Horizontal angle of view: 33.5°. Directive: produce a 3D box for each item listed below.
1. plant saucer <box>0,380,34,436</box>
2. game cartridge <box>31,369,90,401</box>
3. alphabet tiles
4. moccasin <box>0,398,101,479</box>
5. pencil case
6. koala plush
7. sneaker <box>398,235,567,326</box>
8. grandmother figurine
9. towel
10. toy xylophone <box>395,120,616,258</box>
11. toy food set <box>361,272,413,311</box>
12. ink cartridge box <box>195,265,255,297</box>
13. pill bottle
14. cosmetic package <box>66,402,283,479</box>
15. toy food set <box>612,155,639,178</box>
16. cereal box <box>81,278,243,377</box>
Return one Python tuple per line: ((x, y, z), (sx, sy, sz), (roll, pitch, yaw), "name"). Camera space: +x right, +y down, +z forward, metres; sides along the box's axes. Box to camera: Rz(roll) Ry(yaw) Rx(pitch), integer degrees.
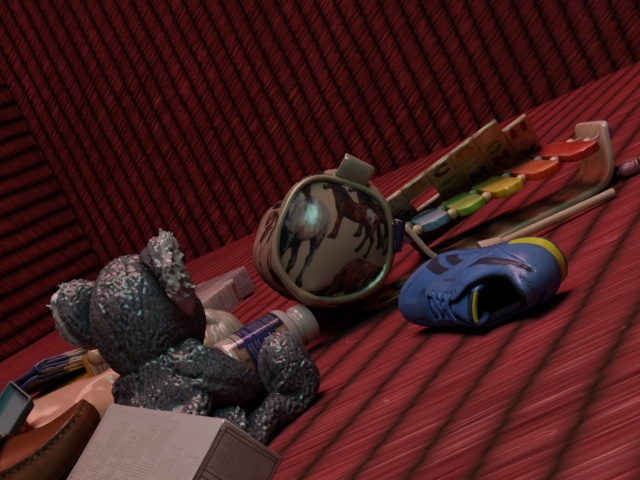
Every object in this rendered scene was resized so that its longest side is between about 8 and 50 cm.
((-0.408, 0.263, 1.276), (0.067, 0.018, 0.192), (20, 77, 50), "plant saucer")
((-0.350, 0.240, 1.635), (0.324, 0.052, 0.285), (-22, 7, 17), "game cartridge")
((0.206, -0.083, 1.503), (0.237, 0.009, 0.198), (-36, -28, 7), "alphabet tiles")
((-0.420, 0.267, 1.171), (0.380, 0.147, 0.139), (-26, 6, 8), "moccasin")
((0.000, 0.000, 1.461), (0.183, 0.160, 0.410), (-57, 5, -6), "pencil case")
((-0.148, 0.108, 1.018), (0.196, 0.221, 0.203), (-23, 7, 31), "koala plush")
((0.137, 0.052, 1.027), (0.209, 0.069, 0.082), (-20, 13, 49), "sneaker")
((-0.248, 0.187, 1.400), (0.342, 0.104, 0.208), (-25, 40, -23), "grandmother figurine")
((-0.400, 0.208, 1.843), (0.285, 0.034, 0.209), (-17, -9, -38), "towel")
((0.255, -0.056, 1.394), (0.323, 0.081, 0.236), (-28, 6, -10), "toy xylophone")
((0.088, 0.065, 1.355), (0.082, 0.020, 0.083), (-25, 5, 11), "toy food set")
((-0.295, 0.148, 2.118), (0.311, 0.065, 0.186), (-19, 9, 40), "ink cartridge box")
((-0.062, 0.124, 1.265), (0.120, 0.067, 0.067), (-29, 6, -25), "pill bottle")
((-0.124, 0.185, 0.808), (0.239, 0.060, 0.099), (-9, 46, 60), "cosmetic package")
((0.414, -0.103, 1.408), (0.078, 0.019, 0.122), (-28, 6, -18), "toy food set")
((-0.236, 0.134, 1.628), (0.173, 0.047, 0.240), (-22, 6, 18), "cereal box")
